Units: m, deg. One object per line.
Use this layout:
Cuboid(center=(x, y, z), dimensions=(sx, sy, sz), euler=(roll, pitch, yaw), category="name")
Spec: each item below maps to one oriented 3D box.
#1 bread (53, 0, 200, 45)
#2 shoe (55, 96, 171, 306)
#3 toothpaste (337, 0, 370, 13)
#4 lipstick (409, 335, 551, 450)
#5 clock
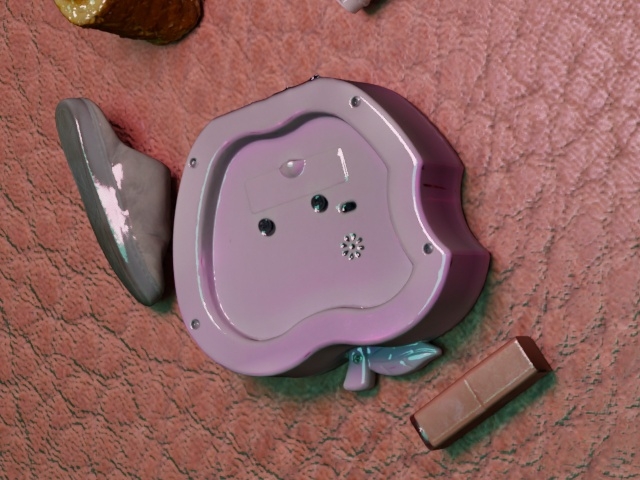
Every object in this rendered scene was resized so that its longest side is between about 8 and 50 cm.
Cuboid(center=(-0.220, -0.285, 1.918), dimensions=(0.103, 0.172, 0.132), euler=(-30, 73, 25), category="bread")
Cuboid(center=(-0.214, -0.052, 1.960), dimensions=(0.100, 0.103, 0.251), euler=(-23, 90, -17), category="shoe")
Cuboid(center=(0.136, -0.358, 1.789), dimensions=(0.323, 0.066, 0.100), euler=(-39, 66, 17), category="toothpaste")
Cuboid(center=(0.160, 0.155, 1.762), dimensions=(0.145, 0.045, 0.045), euler=(-40, 68, 23), category="lipstick")
Cuboid(center=(0.000, 0.000, 1.826), dimensions=(0.339, 0.102, 0.338), euler=(-1, 88, 29), category="clock")
